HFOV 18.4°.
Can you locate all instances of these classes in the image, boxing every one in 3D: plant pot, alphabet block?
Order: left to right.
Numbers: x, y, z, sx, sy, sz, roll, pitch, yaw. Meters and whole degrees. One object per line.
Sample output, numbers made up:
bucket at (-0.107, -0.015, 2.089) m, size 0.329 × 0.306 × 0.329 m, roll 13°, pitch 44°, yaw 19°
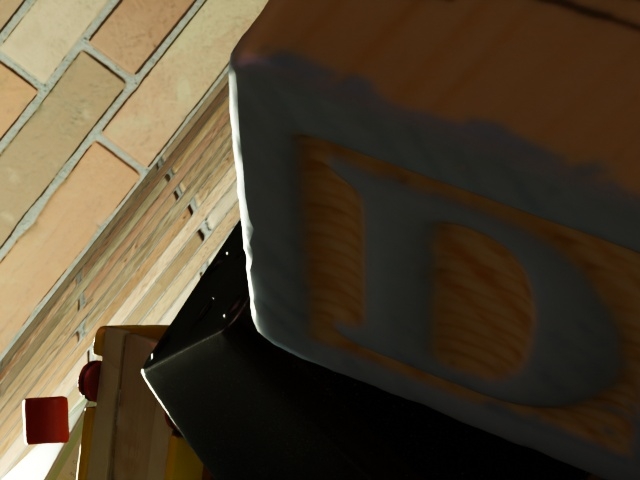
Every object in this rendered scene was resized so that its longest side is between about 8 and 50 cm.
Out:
plant pot at (0.030, 0.052, 0.935) m, size 0.187 × 0.167 × 0.188 m, roll -58°, pitch 13°, yaw -24°
alphabet block at (0.095, -0.050, 0.767) m, size 0.197 × 0.193 × 0.192 m, roll -59°, pitch -17°, yaw -29°

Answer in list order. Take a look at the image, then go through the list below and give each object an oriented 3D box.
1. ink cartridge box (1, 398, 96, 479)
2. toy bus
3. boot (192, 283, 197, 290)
ink cartridge box at (-0.224, 0.233, 1.417) m, size 0.171 × 0.056 × 0.235 m, roll -43°, pitch 12°, yaw 37°
toy bus at (-0.093, 0.150, 1.271) m, size 0.104 × 0.191 × 0.202 m, roll 1°, pitch -36°, yaw -46°
boot at (-0.001, -0.001, 1.357) m, size 0.178 × 0.085 × 0.236 m, roll -53°, pitch -5°, yaw -10°
